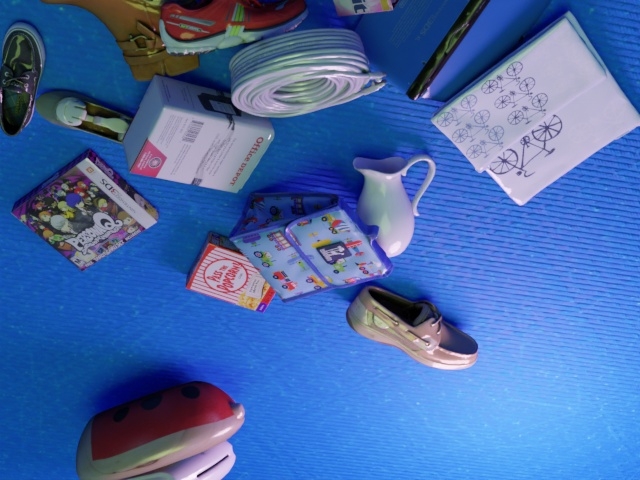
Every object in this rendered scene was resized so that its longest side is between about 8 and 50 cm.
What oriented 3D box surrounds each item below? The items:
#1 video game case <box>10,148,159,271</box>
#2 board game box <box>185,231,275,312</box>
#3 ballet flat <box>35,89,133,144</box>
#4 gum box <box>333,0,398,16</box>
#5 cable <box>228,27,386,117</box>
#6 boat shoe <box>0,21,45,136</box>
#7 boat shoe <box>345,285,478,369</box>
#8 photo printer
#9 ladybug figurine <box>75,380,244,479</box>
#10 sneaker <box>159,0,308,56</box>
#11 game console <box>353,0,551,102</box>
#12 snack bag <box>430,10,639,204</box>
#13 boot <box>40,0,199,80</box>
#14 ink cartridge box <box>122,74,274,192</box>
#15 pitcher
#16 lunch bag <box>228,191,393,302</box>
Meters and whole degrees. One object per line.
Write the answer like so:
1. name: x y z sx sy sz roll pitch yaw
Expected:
1. video game case: -0.498 -0.059 1.945 0.232 0.042 0.210 -30 123 21
2. board game box: -0.188 0.074 2.063 0.193 0.045 0.147 19 126 -17
3. ballet flat: -0.444 -0.241 1.776 0.213 0.068 0.072 17 91 -19
4. gum box: 0.062 -0.489 1.577 0.107 0.062 0.188 0 131 27
5. cable: -0.039 -0.302 1.654 0.257 0.089 0.257 -17 168 35
6. boat shoe: -0.573 -0.296 1.727 0.080 0.076 0.229 15 127 -14
7. boat shoe: 0.232 0.203 2.136 0.341 0.122 0.110 20 127 -16
8. photo printer: -0.383 0.599 2.325 0.307 0.256 0.107 -20 90 31
9. ladybug figurine: -0.401 0.459 2.248 0.449 0.305 0.162 -19 89 7
10. sneaker: -0.147 -0.402 1.603 0.279 0.107 0.118 -19 109 -23
11. game console: 0.241 -0.414 1.695 0.250 0.173 0.293 40 123 7
12. snack bag: 0.433 -0.236 1.803 0.323 0.037 0.342 -36 128 17
13. boot: -0.359 -0.394 1.653 0.283 0.109 0.220 -9 133 -4
14. ink cartridge box: -0.234 -0.200 1.760 0.237 0.100 0.172 9 133 -34
15. pitcher: 0.157 -0.078 1.915 0.177 0.125 0.207 -10 118 -10
16. lunch bag: 0.000 0.000 1.892 0.293 0.138 0.221 -9 133 35
